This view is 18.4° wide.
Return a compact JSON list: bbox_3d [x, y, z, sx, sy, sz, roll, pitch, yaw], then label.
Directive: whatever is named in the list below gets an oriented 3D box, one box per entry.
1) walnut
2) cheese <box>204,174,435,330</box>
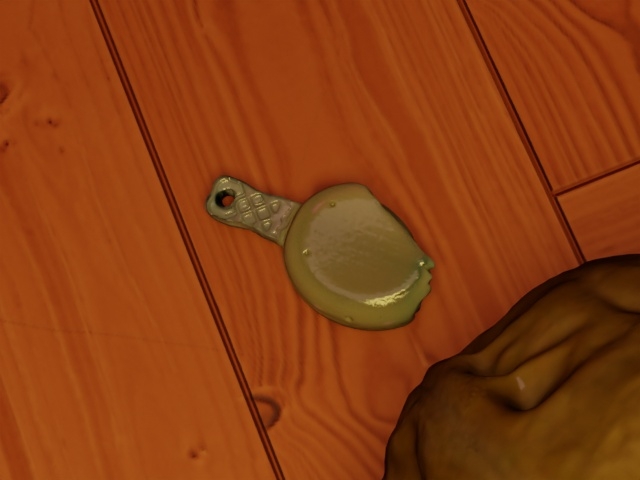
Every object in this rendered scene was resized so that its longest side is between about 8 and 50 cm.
[{"bbox_3d":[0.187,0.180,1.129,0.354,0.398,0.308,-45,110,-4],"label":"walnut"},{"bbox_3d":[0.005,-0.005,1.374,0.171,0.047,0.092,41,78,16],"label":"cheese"}]
